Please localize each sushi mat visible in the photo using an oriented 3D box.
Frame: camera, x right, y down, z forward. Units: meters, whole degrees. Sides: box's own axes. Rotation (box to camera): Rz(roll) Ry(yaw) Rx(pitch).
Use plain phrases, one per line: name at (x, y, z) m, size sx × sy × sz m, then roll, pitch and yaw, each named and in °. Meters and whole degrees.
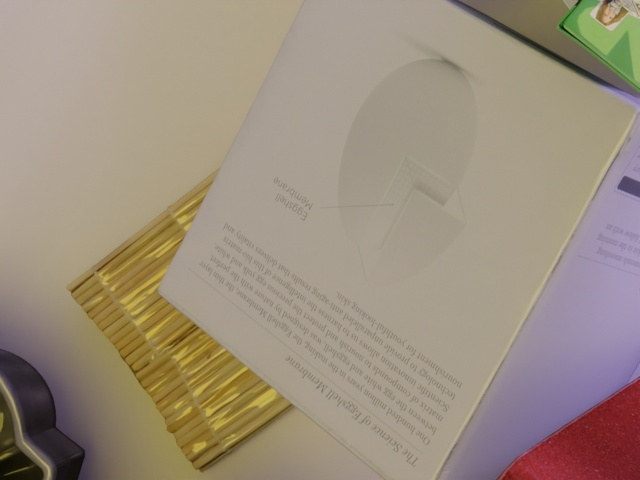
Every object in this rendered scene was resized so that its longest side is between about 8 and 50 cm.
sushi mat at (0.000, 0.000, 1.079) m, size 0.316 × 0.019 × 0.151 m, roll -37°, pitch 81°, yaw 16°

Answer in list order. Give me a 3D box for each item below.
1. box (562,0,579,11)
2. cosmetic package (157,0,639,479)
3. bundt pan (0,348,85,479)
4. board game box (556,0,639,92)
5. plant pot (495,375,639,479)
box at (0.218, -0.201, 0.873) m, size 0.231 × 0.262 × 0.127 m, roll -37°, pitch 83°, yaw 15°
cosmetic package at (0.067, -0.005, 0.941) m, size 0.224 × 0.138 × 0.225 m, roll 36°, pitch 103°, yaw 37°
bundt pan at (-0.289, 0.180, 1.127) m, size 0.330 × 0.124 × 0.331 m, roll 1°, pitch 94°, yaw 18°
board game box at (0.285, -0.070, 0.698) m, size 0.317 × 0.046 × 0.213 m, roll 42°, pitch 105°, yaw 12°
plant pot at (0.176, 0.243, 0.867) m, size 0.235 × 0.267 × 0.267 m, roll 39°, pitch 118°, yaw 20°
